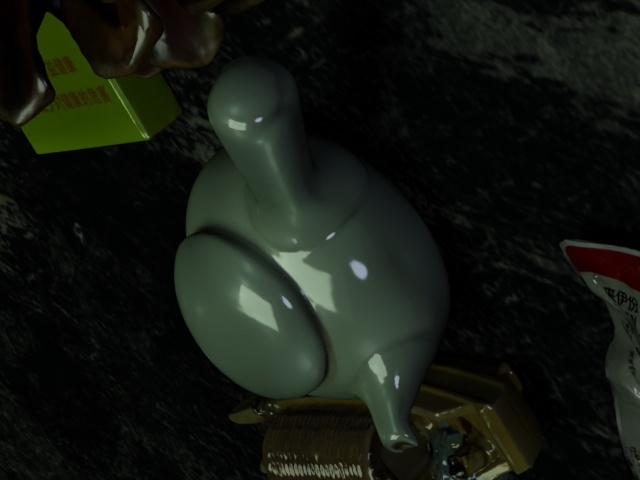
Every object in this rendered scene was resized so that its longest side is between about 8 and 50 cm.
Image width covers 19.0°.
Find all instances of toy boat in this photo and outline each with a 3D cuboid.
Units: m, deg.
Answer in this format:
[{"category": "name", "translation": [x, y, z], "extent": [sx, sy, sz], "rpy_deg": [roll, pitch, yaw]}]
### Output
[{"category": "toy boat", "translation": [0.039, 0.146, 1.421], "extent": [0.310, 0.115, 0.089], "rpy_deg": [-2, 124, 54]}]

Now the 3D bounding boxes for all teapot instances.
[{"category": "teapot", "translation": [-0.028, -0.012, 1.288], "extent": [0.220, 0.149, 0.318], "rpy_deg": [14, 137, 45]}]

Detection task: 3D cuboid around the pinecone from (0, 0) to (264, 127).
[{"category": "pinecone", "translation": [-0.207, -0.219, 1.075], "extent": [0.384, 0.384, 0.384], "rpy_deg": [34, 148, 25]}]

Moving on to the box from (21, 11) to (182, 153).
[{"category": "box", "translation": [-0.247, -0.218, 1.452], "extent": [0.187, 0.047, 0.335], "rpy_deg": [-2, 125, 55]}]

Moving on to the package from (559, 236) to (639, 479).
[{"category": "package", "translation": [0.233, 0.101, 1.185], "extent": [0.154, 0.030, 0.239], "rpy_deg": [19, 141, 45]}]
